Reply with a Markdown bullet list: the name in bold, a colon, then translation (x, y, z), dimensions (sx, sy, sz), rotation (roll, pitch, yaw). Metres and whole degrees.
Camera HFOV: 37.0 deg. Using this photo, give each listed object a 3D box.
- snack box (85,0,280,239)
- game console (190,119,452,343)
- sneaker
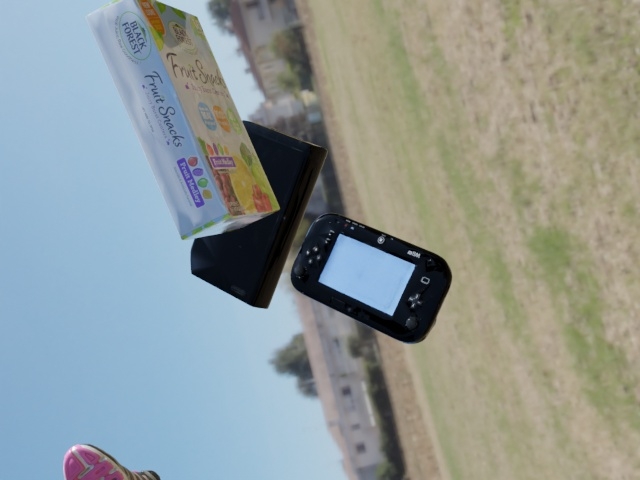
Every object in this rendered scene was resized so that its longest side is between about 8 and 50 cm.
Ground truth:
- **snack box**: translation (-0.080, -0.074, 0.586), dimensions (0.141, 0.037, 0.100), rotation (66, -166, 2)
- **game console**: translation (0.000, 0.000, 1.140), dimensions (0.044, 0.361, 0.213), rotation (13, -81, -55)
- **sneaker**: translation (-0.221, 0.283, 1.079), dimensions (0.170, 0.063, 0.075), rotation (44, -173, -18)
